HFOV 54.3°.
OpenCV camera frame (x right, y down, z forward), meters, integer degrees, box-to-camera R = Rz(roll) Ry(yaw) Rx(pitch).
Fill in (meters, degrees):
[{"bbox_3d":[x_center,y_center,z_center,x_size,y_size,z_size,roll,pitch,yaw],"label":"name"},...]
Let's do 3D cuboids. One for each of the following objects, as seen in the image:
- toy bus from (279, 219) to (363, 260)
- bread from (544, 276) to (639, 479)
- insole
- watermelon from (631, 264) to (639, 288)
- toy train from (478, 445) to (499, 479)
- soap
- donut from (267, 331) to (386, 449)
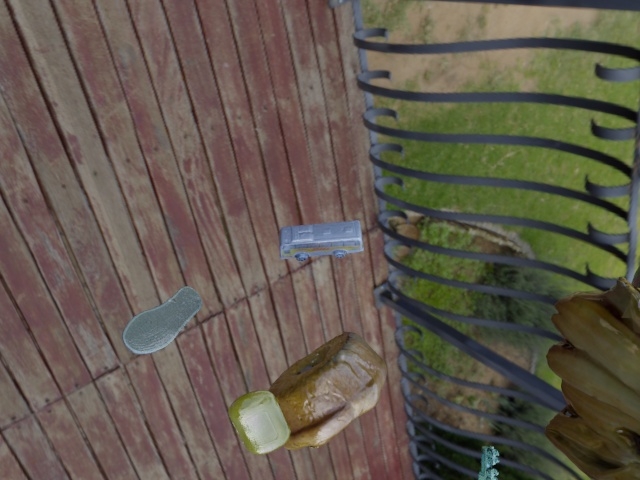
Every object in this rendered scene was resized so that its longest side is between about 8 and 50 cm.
[{"bbox_3d":[0.000,0.000,1.394,0.191,0.064,0.075,-4,151,0],"label":"toy bus"},{"bbox_3d":[0.398,0.208,0.599,0.314,0.370,0.191,15,112,-34],"label":"bread"},{"bbox_3d":[-0.291,0.149,1.184,0.080,0.003,0.232,54,29,-3],"label":"insole"},{"bbox_3d":[0.686,0.122,0.992,0.279,0.359,0.278,18,90,-76],"label":"watermelon"},{"bbox_3d":[0.389,0.521,1.446,0.029,0.045,0.092,3,87,-35],"label":"toy train"},{"bbox_3d":[-0.109,0.326,1.124,0.089,0.045,0.140,-21,118,-2],"label":"soap"},{"bbox_3d":[0.014,0.328,1.388,0.299,0.317,0.150,-33,88,-29],"label":"donut"}]
